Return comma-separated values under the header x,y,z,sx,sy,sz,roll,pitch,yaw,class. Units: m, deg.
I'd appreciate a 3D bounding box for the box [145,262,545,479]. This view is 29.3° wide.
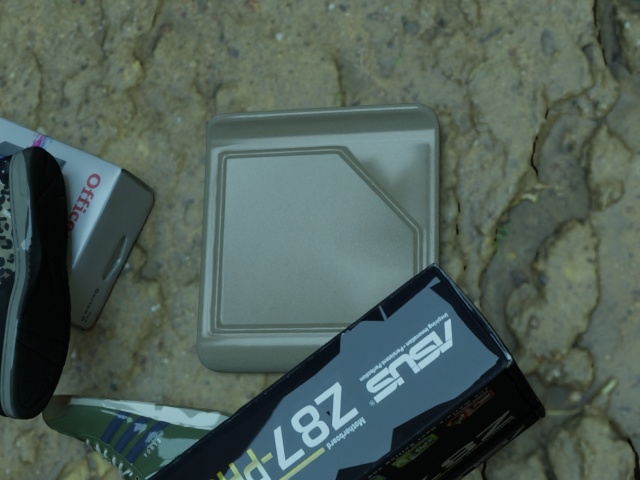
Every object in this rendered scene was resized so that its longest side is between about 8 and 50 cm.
x,y,z,sx,sy,sz,roll,pitch,yaw,class
-0.021,0.197,0.919,0.395,0.318,0.097,-38,72,2,box

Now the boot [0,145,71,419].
x,y,z,sx,sy,sz,roll,pitch,yaw,class
-0.313,0.042,1.061,0.178,0.085,0.237,-6,73,16,boot

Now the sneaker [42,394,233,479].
x,y,z,sx,sy,sz,roll,pitch,yaw,class
-0.164,0.189,1.090,0.192,0.064,0.086,4,73,12,sneaker

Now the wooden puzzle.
x,y,z,sx,sy,sz,roll,pitch,yaw,class
0.000,0.000,1.110,0.220,0.044,0.239,-2,81,14,wooden puzzle

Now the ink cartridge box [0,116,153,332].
x,y,z,sx,sy,sz,roll,pitch,yaw,class
-0.288,-0.026,1.160,0.212,0.093,0.154,23,84,16,ink cartridge box
